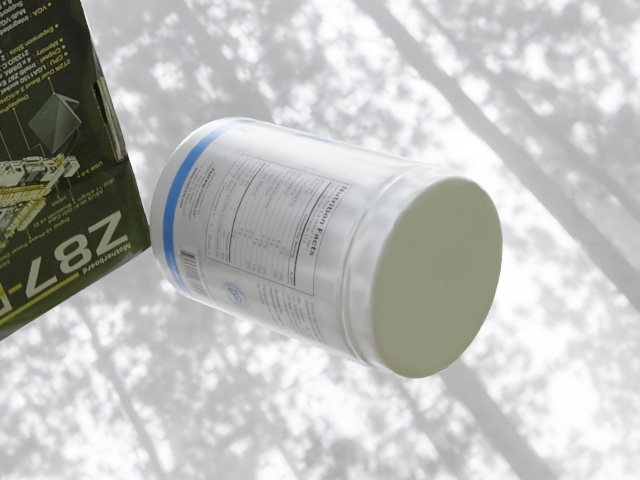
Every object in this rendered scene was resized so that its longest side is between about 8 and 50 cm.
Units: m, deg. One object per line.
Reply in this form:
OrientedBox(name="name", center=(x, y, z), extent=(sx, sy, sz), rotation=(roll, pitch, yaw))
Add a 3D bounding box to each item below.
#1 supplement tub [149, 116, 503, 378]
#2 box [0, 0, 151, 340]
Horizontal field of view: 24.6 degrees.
OrientedBox(name="supplement tub", center=(0.000, 0.000, 0.499), extent=(0.071, 0.107, 0.071), rotation=(-20, -62, -44))
OrientedBox(name="box", center=(-0.272, -0.015, 0.551), extent=(0.395, 0.097, 0.318), rotation=(-33, -36, -16))
